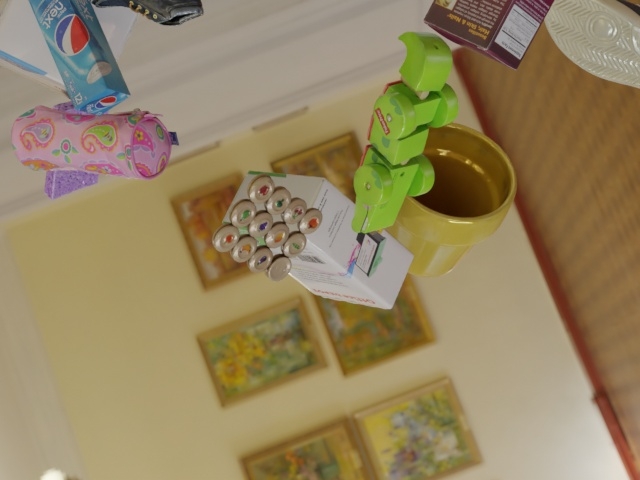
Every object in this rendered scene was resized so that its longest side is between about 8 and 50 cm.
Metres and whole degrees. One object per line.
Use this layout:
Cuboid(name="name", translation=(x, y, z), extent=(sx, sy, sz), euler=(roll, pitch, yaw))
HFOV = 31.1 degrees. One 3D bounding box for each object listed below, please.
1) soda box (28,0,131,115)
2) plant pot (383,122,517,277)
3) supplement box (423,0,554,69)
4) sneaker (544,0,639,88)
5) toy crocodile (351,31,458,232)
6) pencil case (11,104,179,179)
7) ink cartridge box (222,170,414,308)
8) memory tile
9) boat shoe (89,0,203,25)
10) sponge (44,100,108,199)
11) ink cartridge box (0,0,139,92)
Cuboid(name="soda box", translation=(-0.374, -0.302, 1.781), extent=(0.210, 0.067, 0.071), euler=(64, -161, 12))
Cuboid(name="plant pot", translation=(0.224, -0.062, 2.228), extent=(0.239, 0.254, 0.254), euler=(108, 148, -50))
Cuboid(name="supplement box", translation=(0.219, -0.310, 1.346), extent=(0.104, 0.188, 0.081), euler=(34, -170, 38))
Cuboid(name="sneaker", translation=(0.527, -0.323, 1.832), extent=(0.148, 0.350, 0.131), euler=(-57, -7, -42))
Cuboid(name="toy crocodile", translation=(0.112, -0.149, 1.697), extent=(0.105, 0.115, 0.340), euler=(47, 139, 31))
Cuboid(name="pencil case", translation=(-0.393, -0.170, 1.984), extent=(0.124, 0.284, 0.124), euler=(-16, -72, -60))
Cuboid(name="ink cartridge box", translation=(0.000, 0.000, 2.019), extent=(0.201, 0.117, 0.278), euler=(9, 157, 46))
Cuboid(name="memory tile", translation=(-0.064, -0.013, 1.442), extent=(0.012, 0.113, 0.148), euler=(39, -176, 40))
Cuboid(name="boat shoe", translation=(-0.269, -0.365, 1.761), extent=(0.065, 0.183, 0.083), euler=(0, -100, -75))
Cuboid(name="sponge", translation=(-0.482, -0.186, 2.272), extent=(0.031, 0.117, 0.210), euler=(37, 130, 28))
Cuboid(name="ink cartridge box", translation=(-0.439, -0.362, 1.992), extent=(0.198, 0.197, 0.270), euler=(26, 177, -14))
